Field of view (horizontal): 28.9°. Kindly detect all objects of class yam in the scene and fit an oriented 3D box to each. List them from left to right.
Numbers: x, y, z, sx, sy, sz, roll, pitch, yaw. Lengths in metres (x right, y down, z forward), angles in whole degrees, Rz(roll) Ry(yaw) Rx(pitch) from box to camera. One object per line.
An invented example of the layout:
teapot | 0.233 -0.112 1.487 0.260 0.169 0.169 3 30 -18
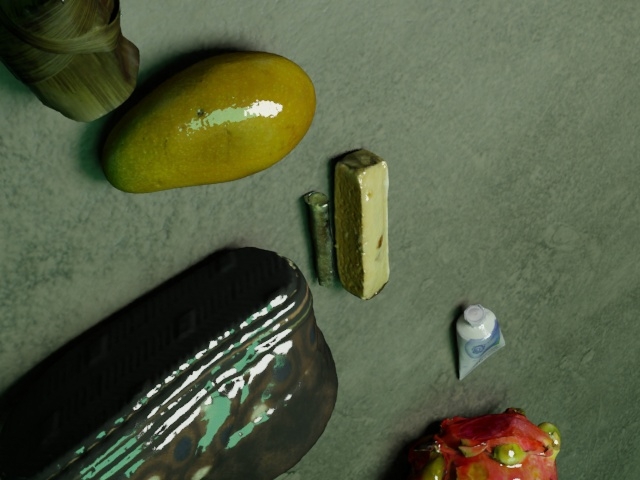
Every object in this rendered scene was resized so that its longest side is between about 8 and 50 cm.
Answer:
yam | 0.000 0.000 1.442 0.027 0.033 0.129 -49 148 -38

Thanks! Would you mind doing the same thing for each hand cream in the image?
hand cream | 0.216 0.134 1.686 0.084 0.053 0.142 -36 145 -12

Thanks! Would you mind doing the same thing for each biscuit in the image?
biscuit | 0.051 -0.017 1.449 0.056 0.052 0.188 -32 136 -32

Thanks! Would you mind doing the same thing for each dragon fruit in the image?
dragon fruit | 0.203 0.369 1.736 0.307 0.243 0.227 -20 169 25

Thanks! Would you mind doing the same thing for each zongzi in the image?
zongzi | -0.197 -0.167 1.019 0.112 0.242 0.221 -46 133 -10

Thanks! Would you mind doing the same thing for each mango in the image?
mango | -0.110 -0.114 1.232 0.228 0.099 0.136 -22 138 -12

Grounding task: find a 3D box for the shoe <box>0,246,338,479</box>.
shoe | -0.151 0.194 1.358 0.384 0.171 0.237 -37 131 -21
